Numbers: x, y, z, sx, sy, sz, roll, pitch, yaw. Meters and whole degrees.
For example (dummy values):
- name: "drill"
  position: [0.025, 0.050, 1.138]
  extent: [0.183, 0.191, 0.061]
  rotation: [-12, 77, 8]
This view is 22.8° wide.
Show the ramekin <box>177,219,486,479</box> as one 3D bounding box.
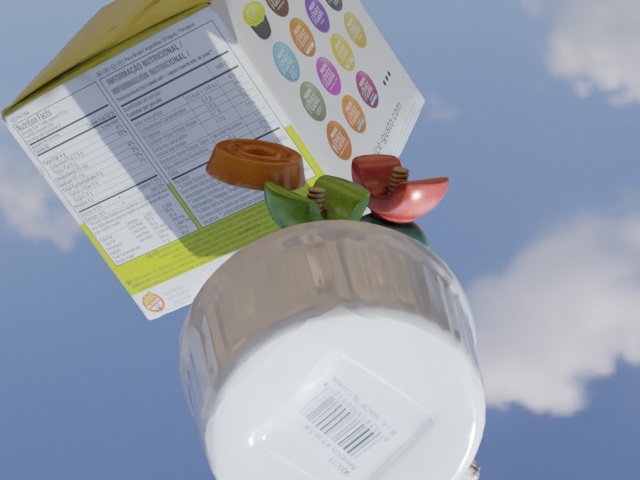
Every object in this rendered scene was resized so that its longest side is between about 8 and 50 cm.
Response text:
- name: "ramekin"
  position: [0.015, 0.133, 1.410]
  extent: [0.277, 0.277, 0.135]
  rotation: [-9, -152, -4]

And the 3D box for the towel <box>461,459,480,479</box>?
- name: "towel"
  position: [0.038, 0.211, 1.702]
  extent: [0.187, 0.282, 0.049]
  rotation: [-20, -136, 19]

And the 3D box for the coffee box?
- name: "coffee box"
  position: [-0.125, -0.168, 2.004]
  extent: [0.338, 0.334, 0.337]
  rotation: [-23, -158, 29]

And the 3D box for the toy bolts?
- name: "toy bolts"
  position: [0.000, 0.000, 1.596]
  extent: [0.228, 0.158, 0.218]
  rotation: [-6, -157, -39]
